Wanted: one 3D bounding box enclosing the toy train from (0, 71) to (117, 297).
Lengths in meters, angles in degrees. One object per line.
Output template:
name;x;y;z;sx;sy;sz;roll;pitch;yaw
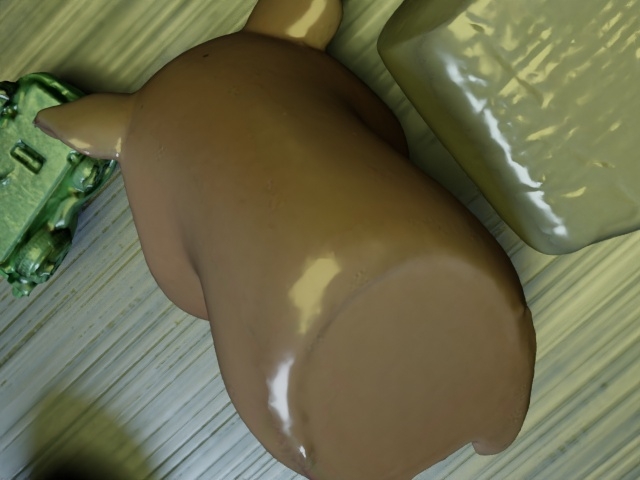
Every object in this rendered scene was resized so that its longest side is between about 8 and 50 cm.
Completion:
toy train;-0.188;-0.033;0.885;0.099;0.081;0.149;34;101;1

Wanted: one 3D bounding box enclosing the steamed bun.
steamed bun;0.166;-0.128;0.756;0.250;0.155;0.200;-41;106;14

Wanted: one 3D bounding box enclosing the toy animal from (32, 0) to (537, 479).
toy animal;-0.002;-0.002;0.799;0.195;0.256;0.213;-34;140;-9
